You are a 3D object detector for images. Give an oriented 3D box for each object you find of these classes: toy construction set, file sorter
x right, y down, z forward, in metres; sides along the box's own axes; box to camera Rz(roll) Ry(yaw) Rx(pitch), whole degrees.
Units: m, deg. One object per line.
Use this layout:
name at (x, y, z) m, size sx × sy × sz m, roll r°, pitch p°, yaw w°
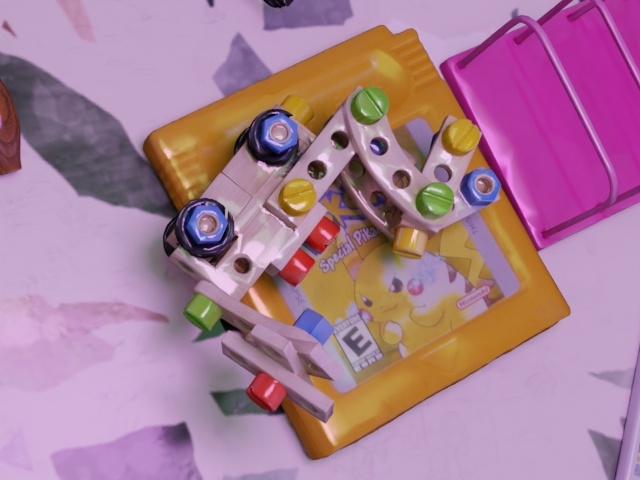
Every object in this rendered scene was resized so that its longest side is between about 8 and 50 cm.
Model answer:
toy construction set at (0.000, 0.000, 1.374) m, size 0.215 × 0.151 × 0.328 m, roll 39°, pitch 57°, yaw -5°
file sorter at (0.306, -0.152, 1.534) m, size 0.290 × 0.182 × 0.202 m, roll -24°, pitch 87°, yaw -22°

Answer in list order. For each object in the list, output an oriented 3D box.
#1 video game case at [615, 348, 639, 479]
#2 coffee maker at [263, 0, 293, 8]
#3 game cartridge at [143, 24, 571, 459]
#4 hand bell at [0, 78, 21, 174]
video game case at (0.392, 0.171, 1.572) m, size 0.206 × 0.026 × 0.227 m, roll 19°, pitch 72°, yaw -14°
coffee maker at (-0.044, -0.333, 1.507) m, size 0.178 × 0.120 × 0.171 m, roll -46°, pitch 118°, yaw -21°
game cartridge at (0.037, -0.010, 1.481) m, size 0.285 × 0.052 × 0.324 m, roll -28°, pitch 88°, yaw -22°
hand bell at (-0.299, -0.174, 1.395) m, size 0.126 × 0.126 × 0.242 m, roll -19°, pitch 97°, yaw -21°
